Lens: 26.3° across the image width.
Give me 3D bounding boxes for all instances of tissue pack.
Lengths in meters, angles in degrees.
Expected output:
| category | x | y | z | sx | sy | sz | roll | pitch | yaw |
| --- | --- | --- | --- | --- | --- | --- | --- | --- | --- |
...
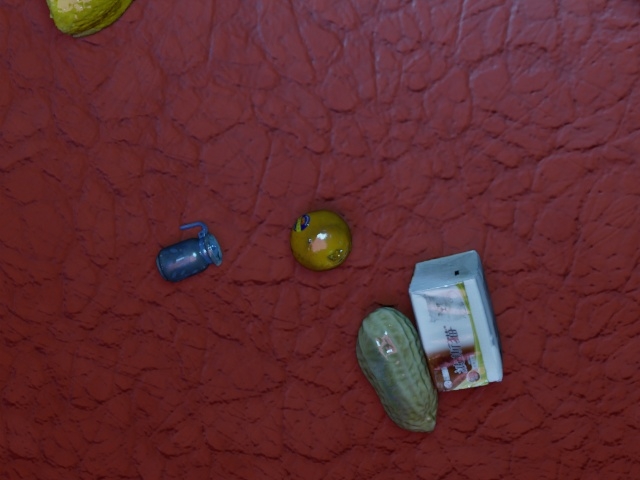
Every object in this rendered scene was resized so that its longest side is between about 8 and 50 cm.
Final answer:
| category | x | y | z | sx | sy | sz | roll | pitch | yaw |
| --- | --- | --- | --- | --- | --- | --- | --- | --- | --- |
| tissue pack | 0.177 | 0.105 | 1.789 | 0.099 | 0.106 | 0.148 | -13 | 108 | 11 |

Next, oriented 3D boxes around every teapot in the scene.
| category | x | y | z | sx | sy | sz | roll | pitch | yaw |
| --- | --- | --- | --- | --- | --- | --- | --- | --- | --- |
| teapot | -0.176 | 0.017 | 1.834 | 0.083 | 0.063 | 0.049 | -21 | 138 | 11 |

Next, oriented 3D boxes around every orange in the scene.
| category | x | y | z | sx | sy | sz | roll | pitch | yaw |
| --- | --- | --- | --- | --- | --- | --- | --- | --- | --- |
| orange | 0.000 | 0.001 | 1.785 | 0.083 | 0.083 | 0.083 | 2 | 111 | 6 |

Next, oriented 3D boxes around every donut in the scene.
| category | x | y | z | sx | sy | sz | roll | pitch | yaw |
| --- | --- | --- | --- | --- | --- | --- | --- | --- | --- |
| donut | -0.286 | -0.386 | 1.671 | 0.152 | 0.101 | 0.259 | -18 | 104 | 7 |

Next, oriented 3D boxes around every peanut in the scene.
| category | x | y | z | sx | sy | sz | roll | pitch | yaw |
| --- | --- | --- | --- | --- | --- | --- | --- | --- | --- |
| peanut | 0.102 | 0.178 | 1.836 | 0.093 | 0.083 | 0.194 | -8 | 115 | 26 |
